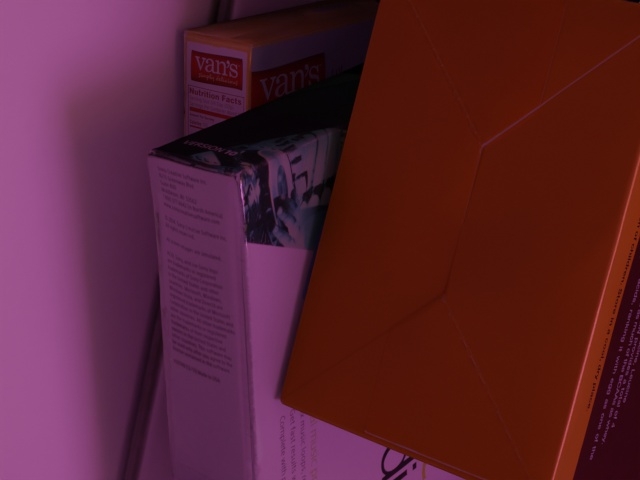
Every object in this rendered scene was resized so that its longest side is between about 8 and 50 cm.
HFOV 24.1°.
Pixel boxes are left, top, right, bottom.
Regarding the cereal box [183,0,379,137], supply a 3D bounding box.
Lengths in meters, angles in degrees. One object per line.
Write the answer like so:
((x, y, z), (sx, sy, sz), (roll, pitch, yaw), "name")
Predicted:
((0.000, 0.000, 0.763), (0.173, 0.047, 0.240), (-22, 120, -50), "cereal box")

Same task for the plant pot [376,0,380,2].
((0.050, -0.200, 0.638), (0.215, 0.215, 0.230), (-60, 158, -20), "plant pot")

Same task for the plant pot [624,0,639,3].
((0.293, -0.132, 0.902), (0.236, 0.212, 0.236), (34, 69, -14), "plant pot")

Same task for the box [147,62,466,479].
((0.049, 0.021, 0.745), (0.322, 0.058, 0.232), (-30, 127, -47), "box")

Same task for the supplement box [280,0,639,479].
((0.109, 0.000, 0.656), (0.194, 0.129, 0.191), (7, 99, -55), "supplement box")
